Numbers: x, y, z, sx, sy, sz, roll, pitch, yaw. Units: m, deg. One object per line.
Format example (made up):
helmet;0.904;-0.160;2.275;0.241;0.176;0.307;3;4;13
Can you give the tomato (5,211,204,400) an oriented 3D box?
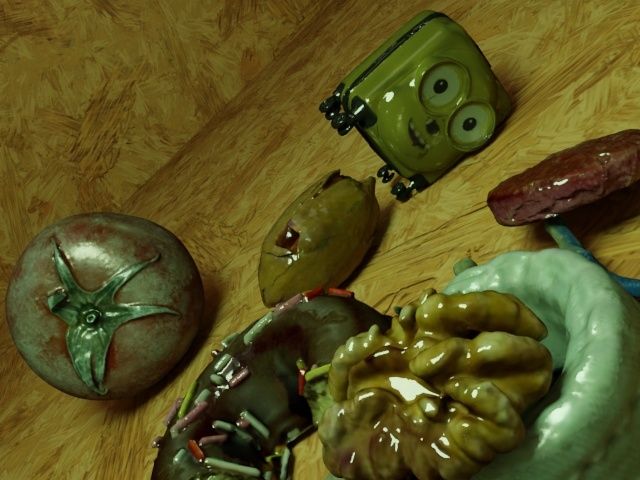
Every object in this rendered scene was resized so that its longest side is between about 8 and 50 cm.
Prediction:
tomato;-0.356;0.105;1.236;0.317;0.316;0.282;-43;4;2

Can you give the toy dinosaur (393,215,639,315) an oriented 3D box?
toy dinosaur;0.201;0.056;0.678;0.248;0.075;0.188;-20;20;-2

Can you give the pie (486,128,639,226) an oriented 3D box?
pie;0.259;-0.068;0.775;0.182;0.049;0.182;-25;7;3

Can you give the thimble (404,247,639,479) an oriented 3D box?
thimble;0.157;0.118;0.562;0.237;0.150;0.237;-38;23;20

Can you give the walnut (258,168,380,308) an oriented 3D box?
walnut;0.000;0.000;1.063;0.245;0.137;0.137;-46;22;-16

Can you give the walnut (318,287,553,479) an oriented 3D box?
walnut;0.065;0.091;0.488;0.170;0.069;0.143;-30;28;26

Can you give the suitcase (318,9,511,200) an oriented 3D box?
suitcase;0.147;-0.195;1.076;0.235;0.194;0.143;-41;31;7

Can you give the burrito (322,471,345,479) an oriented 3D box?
burrito;0.029;0.273;0.620;0.087;0.060;0.226;-35;24;18

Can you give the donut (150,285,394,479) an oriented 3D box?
donut;-0.044;0.178;0.822;0.345;0.136;0.259;-37;26;12

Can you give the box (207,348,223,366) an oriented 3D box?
box;-0.109;0.187;1.029;0.084;0.040;0.154;-49;22;-14
